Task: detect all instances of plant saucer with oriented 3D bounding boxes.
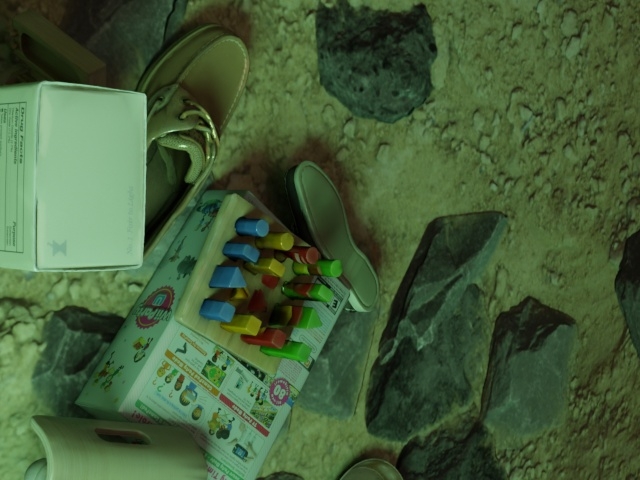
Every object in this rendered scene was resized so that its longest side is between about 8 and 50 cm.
[{"bbox_3d":[0.056,0.382,1.695,0.168,0.029,0.168,-4,96,-43],"label":"plant saucer"}]

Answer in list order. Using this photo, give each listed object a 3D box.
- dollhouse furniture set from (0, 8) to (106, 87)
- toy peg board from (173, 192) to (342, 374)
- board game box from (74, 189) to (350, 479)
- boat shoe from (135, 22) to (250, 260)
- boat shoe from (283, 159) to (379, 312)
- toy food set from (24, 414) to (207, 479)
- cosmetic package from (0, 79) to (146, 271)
[{"bbox_3d":[-0.293,-0.118,1.245,0.123,0.144,0.151,-37,153,-35],"label":"dollhouse furniture set"},{"bbox_3d":[-0.058,0.053,1.397,0.161,0.079,0.161,36,67,-40],"label":"toy peg board"},{"bbox_3d":[-0.118,0.125,1.464,0.224,0.097,0.303,46,61,-35],"label":"board game box"},{"bbox_3d":[-0.161,-0.104,1.394,0.121,0.110,0.341,44,64,-37],"label":"boat shoe"},{"bbox_3d":[0.000,0.000,1.585,0.081,0.069,0.227,-52,126,-42],"label":"boat shoe"},{"bbox_3d":[-0.257,0.336,1.277,0.220,0.092,0.306,17,94,-51],"label":"toy food set"},{"bbox_3d":[-0.295,-0.058,1.131,0.113,0.309,0.160,0,93,-45],"label":"cosmetic package"}]
